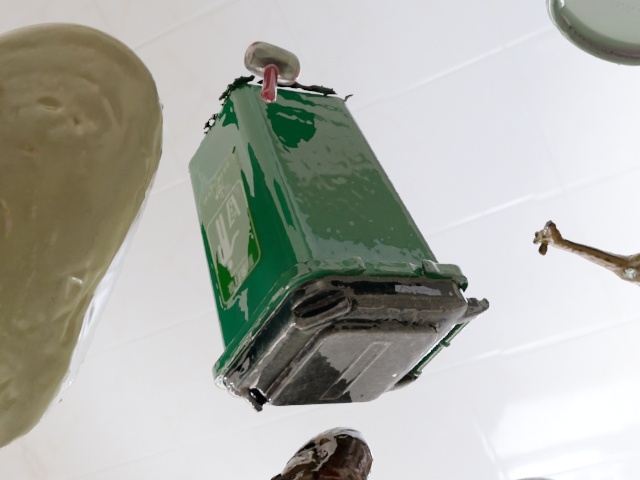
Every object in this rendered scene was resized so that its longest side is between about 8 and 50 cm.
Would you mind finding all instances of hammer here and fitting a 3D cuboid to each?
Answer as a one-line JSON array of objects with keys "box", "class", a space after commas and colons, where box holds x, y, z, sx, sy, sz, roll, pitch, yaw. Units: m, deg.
[{"box": [-0.042, -0.142, 0.909, 0.052, 0.031, 0.083, 17, -146, -11], "class": "hammer"}]

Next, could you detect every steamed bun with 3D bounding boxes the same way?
[{"box": [-0.355, -0.013, 1.137, 0.289, 0.456, 0.371, 22, 177, -9], "class": "steamed bun"}]

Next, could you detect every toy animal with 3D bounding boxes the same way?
[{"box": [0.417, 0.028, 1.365, 0.149, 0.275, 0.054, 55, -129, -50], "class": "toy animal"}]

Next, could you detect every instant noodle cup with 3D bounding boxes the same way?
[{"box": [0.350, -0.297, 1.152, 0.205, 0.205, 0.153, 46, -117, -40], "class": "instant noodle cup"}]

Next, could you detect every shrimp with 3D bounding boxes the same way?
[{"box": [-0.005, 0.338, 1.223, 0.116, 0.145, 0.343, 63, -158, -23], "class": "shrimp"}]

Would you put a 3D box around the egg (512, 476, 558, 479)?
[{"box": [0.198, 0.333, 1.060, 0.169, 0.169, 0.231, -63, -8, -58], "class": "egg"}]

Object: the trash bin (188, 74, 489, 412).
[{"box": [0.000, 0.000, 1.325, 0.295, 0.259, 0.381, 3, -128, -34], "class": "trash bin"}]
